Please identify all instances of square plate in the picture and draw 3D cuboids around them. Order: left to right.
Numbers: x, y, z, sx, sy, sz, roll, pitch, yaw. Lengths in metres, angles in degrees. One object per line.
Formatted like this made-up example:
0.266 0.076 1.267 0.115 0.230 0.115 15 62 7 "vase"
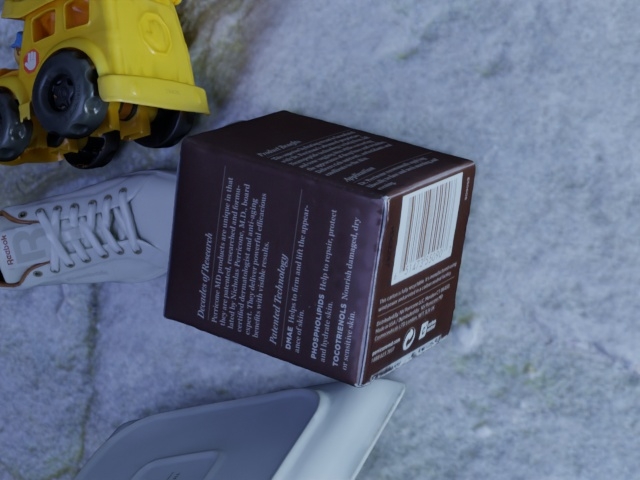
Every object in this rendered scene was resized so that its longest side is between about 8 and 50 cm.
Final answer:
-0.132 0.238 1.436 0.344 0.347 0.049 -13 114 33 "square plate"

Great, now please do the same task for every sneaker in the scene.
-0.237 0.004 1.573 0.290 0.123 0.106 -14 93 32 "sneaker"

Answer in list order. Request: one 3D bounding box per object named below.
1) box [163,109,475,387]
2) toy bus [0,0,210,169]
0.000 0.000 1.396 0.203 0.168 0.167 17 111 28 "box"
-0.232 -0.181 1.521 0.220 0.149 0.211 -15 81 36 "toy bus"
